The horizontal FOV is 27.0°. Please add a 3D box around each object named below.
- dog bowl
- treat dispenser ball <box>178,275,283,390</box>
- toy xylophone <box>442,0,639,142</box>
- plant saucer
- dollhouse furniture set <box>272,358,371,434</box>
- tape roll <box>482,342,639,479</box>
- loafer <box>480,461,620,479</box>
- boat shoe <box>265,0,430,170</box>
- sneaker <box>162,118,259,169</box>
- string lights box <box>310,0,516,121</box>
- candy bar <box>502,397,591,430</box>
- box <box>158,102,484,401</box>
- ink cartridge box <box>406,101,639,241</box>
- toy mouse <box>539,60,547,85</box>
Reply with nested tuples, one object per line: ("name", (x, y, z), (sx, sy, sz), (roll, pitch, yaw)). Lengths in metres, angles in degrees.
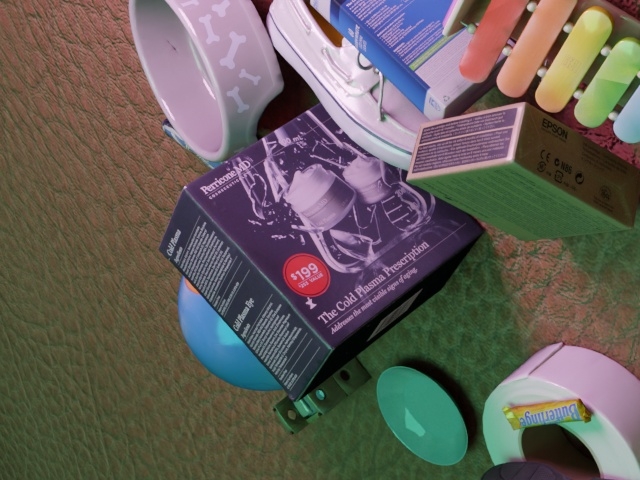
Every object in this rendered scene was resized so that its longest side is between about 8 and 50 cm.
("dog bowl", (-0.184, -0.279, 2.074), (0.349, 0.102, 0.349), (48, 155, 32))
("treat dispenser ball", (-0.089, 0.103, 2.182), (0.288, 0.288, 0.288), (29, 136, 32))
("toy xylophone", (0.312, -0.248, 1.580), (0.322, 0.081, 0.236), (27, 136, 12))
("plant saucer", (0.179, 0.286, 2.232), (0.195, 0.037, 0.195), (30, 137, 32))
("dollhouse furniture set", (-0.036, 0.223, 2.350), (0.184, 0.129, 0.129), (53, 144, 4))
("tape roll", (0.379, 0.298, 1.960), (0.286, 0.100, 0.286), (30, 137, 32))
("loafer", (0.345, 0.385, 1.906), (0.267, 0.096, 0.084), (2, 125, 46))
("boat shoe", (0.070, -0.261, 1.867), (0.367, 0.135, 0.156), (50, 142, 24))
("sneaker", (-0.192, -0.160, 2.272), (0.211, 0.080, 0.081), (27, 132, 36))
("string lights box", (0.119, -0.285, 1.755), (0.260, 0.133, 0.077), (46, 167, 16))
("candy bar", (0.321, 0.245, 1.884), (0.161, 0.018, 0.040), (-18, 104, 54))
("box", (0.000, 0.000, 1.953), (0.312, 0.343, 0.179), (46, 145, 12))
("ink cartridge box", (0.261, -0.082, 1.701), (0.234, 0.088, 0.193), (24, 162, -35))
("toy mouse", (0.279, -0.295, 1.667), (0.143, 0.031, 0.161), (50, 144, 7))
